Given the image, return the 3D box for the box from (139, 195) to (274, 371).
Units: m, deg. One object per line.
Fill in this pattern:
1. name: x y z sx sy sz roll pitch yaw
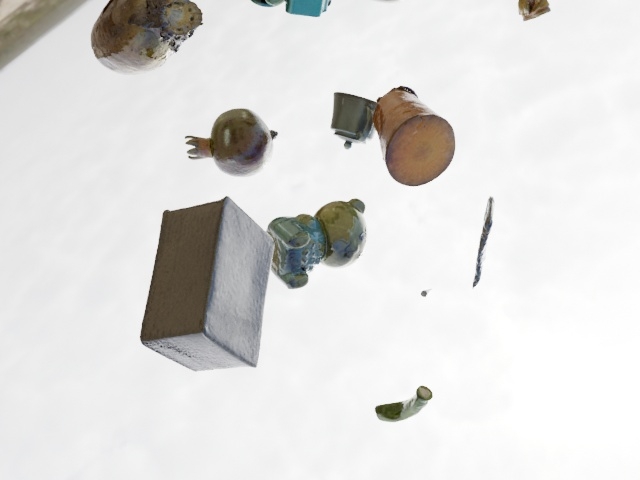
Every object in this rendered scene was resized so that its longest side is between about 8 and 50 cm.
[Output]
1. box: -0.197 0.083 1.237 0.143 0.184 0.273 -10 -121 24

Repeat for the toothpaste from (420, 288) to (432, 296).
1. toothpaste: 0.222 0.111 1.431 0.024 0.015 0.083 -55 165 9

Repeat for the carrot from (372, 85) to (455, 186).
1. carrot: 0.211 -0.278 1.731 0.196 0.196 0.254 -34 -144 7

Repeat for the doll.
1. doll: 0.000 0.000 1.670 0.261 0.177 0.161 -16 -148 -27

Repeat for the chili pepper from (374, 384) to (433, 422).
1. chili pepper: 0.189 0.372 1.523 0.201 0.050 0.051 134 -42 -53

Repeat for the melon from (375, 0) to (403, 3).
1. melon: 0.133 -0.727 1.673 0.272 0.308 0.271 -45 -159 22

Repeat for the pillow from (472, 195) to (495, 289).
1. pillow: 0.511 0.004 2.136 0.034 0.255 0.189 12 -147 14

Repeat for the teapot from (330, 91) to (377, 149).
1. teapot: 0.098 -0.332 1.953 0.239 0.162 0.149 -149 -104 -69

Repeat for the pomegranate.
1. pomegranate: -0.248 -0.280 1.906 0.198 0.246 0.198 -162 -90 -74

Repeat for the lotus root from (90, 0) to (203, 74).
1. lotus root: -0.342 -0.391 1.271 0.314 0.141 0.169 -3 -131 49

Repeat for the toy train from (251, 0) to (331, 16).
1. toy train: -0.050 -0.483 1.215 0.154 0.107 0.197 5 -132 -9

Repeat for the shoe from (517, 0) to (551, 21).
1. shoe: 0.592 -0.648 1.880 0.072 0.069 0.109 -18 -163 2
